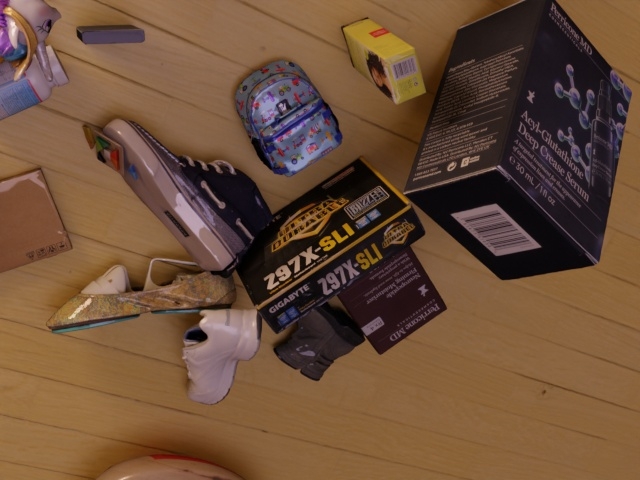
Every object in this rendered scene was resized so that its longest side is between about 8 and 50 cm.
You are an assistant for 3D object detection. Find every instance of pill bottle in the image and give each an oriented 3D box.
[{"bbox_3d":[-0.489,-0.250,1.442,0.160,0.087,0.087,-26,120,-7],"label":"pill bottle"}]

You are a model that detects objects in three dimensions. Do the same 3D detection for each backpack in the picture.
[{"bbox_3d":[-0.061,-0.222,1.595,0.158,0.117,0.173,-29,118,-5],"label":"backpack"}]

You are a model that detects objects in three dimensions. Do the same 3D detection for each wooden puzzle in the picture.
[{"bbox_3d":[-0.360,-0.148,1.532,0.014,0.116,0.078,-43,146,-34],"label":"wooden puzzle"}]

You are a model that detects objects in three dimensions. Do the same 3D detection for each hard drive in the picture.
[{"bbox_3d":[-0.335,-0.328,1.432,0.094,0.135,0.022,-6,107,-17],"label":"hard drive"}]

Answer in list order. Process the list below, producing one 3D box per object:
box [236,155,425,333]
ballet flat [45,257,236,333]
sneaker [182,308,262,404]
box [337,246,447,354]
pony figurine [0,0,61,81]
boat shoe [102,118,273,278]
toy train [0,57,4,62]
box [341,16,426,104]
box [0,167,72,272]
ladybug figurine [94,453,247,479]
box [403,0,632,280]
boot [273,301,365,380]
[{"bbox_3d":[0.000,0.000,1.642,0.322,0.257,0.079,-33,122,-1],"label":"box"},{"bbox_3d":[-0.330,0.092,1.662,0.349,0.123,0.123,-7,116,-16],"label":"ballet flat"},{"bbox_3d":[-0.211,0.212,1.723,0.129,0.111,0.297,14,135,-19],"label":"sneaker"},{"bbox_3d":[0.110,0.074,1.768,0.168,0.167,0.203,-35,121,-1],"label":"box"},{"bbox_3d":[-0.409,-0.451,1.259,0.363,0.303,0.351,-57,132,-20],"label":"pony figurine"},{"bbox_3d":[-0.228,-0.106,1.605,0.158,0.127,0.340,-47,114,-26],"label":"boat shoe"},{"bbox_3d":[-0.498,-0.279,1.350,0.143,0.248,0.105,-35,158,-12],"label":"toy train"},{"bbox_3d":[0.104,-0.312,1.542,0.058,0.232,0.087,-23,119,-5],"label":"box"},{"bbox_3d":[-0.555,-0.024,1.566,0.201,0.021,0.164,-19,119,-10],"label":"box"},{"bbox_3d":[-0.289,0.575,1.868,0.449,0.162,0.305,28,102,-28],"label":"ladybug figurine"},{"bbox_3d":[0.361,-0.178,1.600,0.293,0.212,0.395,37,57,-30],"label":"box"},{"bbox_3d":[-0.037,0.184,1.824,0.161,0.083,0.246,-41,118,12],"label":"boot"}]
